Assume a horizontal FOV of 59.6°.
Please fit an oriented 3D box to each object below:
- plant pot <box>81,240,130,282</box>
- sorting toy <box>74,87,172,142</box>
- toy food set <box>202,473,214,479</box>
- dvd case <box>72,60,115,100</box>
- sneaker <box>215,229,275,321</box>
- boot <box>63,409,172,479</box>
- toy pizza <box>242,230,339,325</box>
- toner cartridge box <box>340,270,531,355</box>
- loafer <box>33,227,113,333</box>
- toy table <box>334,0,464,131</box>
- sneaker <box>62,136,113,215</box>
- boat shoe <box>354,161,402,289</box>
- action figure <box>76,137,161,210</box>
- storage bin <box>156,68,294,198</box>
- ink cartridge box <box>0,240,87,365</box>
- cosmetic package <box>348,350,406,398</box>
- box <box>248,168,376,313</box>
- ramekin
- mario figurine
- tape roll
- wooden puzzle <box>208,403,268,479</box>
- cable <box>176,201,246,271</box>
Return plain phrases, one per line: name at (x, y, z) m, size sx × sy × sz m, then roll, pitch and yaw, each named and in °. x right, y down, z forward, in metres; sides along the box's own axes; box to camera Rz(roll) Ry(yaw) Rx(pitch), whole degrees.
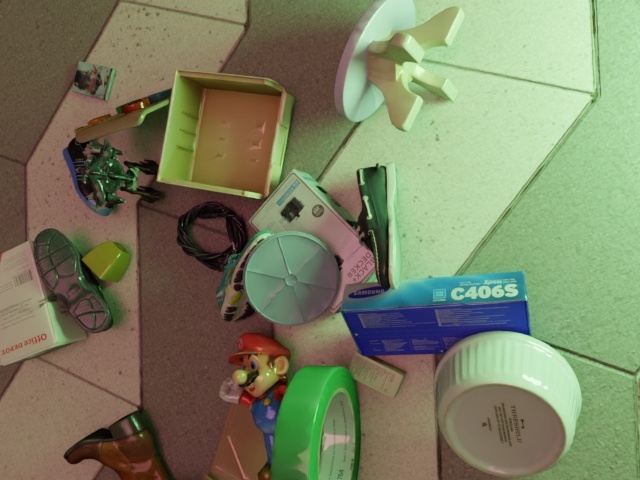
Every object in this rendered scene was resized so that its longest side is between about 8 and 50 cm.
plant pot at (-0.540, 0.048, 1.436) m, size 0.081 × 0.081 × 0.083 m, roll 41°, pitch 90°, yaw 16°
sorting toy at (-0.489, -0.306, 1.355) m, size 0.307 × 0.229 × 0.041 m, roll -9°, pitch 118°, yaw 26°
toy food set at (-0.270, 0.659, 1.321) m, size 0.132 × 0.038 × 0.192 m, roll 32°, pitch 114°, yaw 17°
dvd case at (-0.611, -0.430, 1.504) m, size 0.119 × 0.013 × 0.087 m, roll 18°, pitch 95°, yaw 18°
sneaker at (-0.177, 0.070, 1.256) m, size 0.275 × 0.107 × 0.110 m, roll -56°, pitch 50°, yaw 37°
boot at (-0.498, 0.605, 1.422) m, size 0.264 × 0.096 × 0.280 m, roll -28°, pitch 87°, yaw 9°
toy pizza at (-0.061, 0.080, 1.169) m, size 0.201 × 0.032 × 0.201 m, roll 0°, pitch 98°, yaw -4°
toner cartridge box at (0.230, 0.151, 1.112) m, size 0.348 × 0.165 × 0.075 m, roll -6°, pitch 44°, yaw 19°
loafer at (-0.633, 0.110, 1.442) m, size 0.109 × 0.095 × 0.302 m, roll -33°, pitch 83°, yaw -10°
toy table at (0.162, -0.353, 1.126) m, size 0.161 × 0.252 × 0.274 m, roll 29°, pitch 108°, yaw 35°
sneaker at (-0.591, -0.178, 1.456) m, size 0.090 × 0.081 × 0.232 m, roll -37°, pitch 76°, yaw 22°
boat shoe at (0.115, -0.031, 1.139) m, size 0.091 × 0.114 × 0.302 m, roll -5°, pitch 49°, yaw 12°
action figure at (-0.491, -0.148, 1.316) m, size 0.141 × 0.276 × 0.164 m, roll 4°, pitch 90°, yaw 19°
storage bin at (-0.218, -0.240, 1.303) m, size 0.260 × 0.123 × 0.262 m, roll 11°, pitch 92°, yaw 20°
ink cartridge box at (-0.772, 0.166, 1.493) m, size 0.207 × 0.117 × 0.283 m, roll -21°, pitch 81°, yaw 18°
cosmetic package at (0.122, 0.289, 1.214) m, size 0.115 × 0.041 × 0.060 m, roll 25°, pitch 97°, yaw 18°
box at (0.000, 0.000, 1.239) m, size 0.169 × 0.087 × 0.290 m, roll -46°, pitch 75°, yaw 14°
ramekin at (0.340, 0.314, 1.041) m, size 0.273 × 0.127 × 0.272 m, roll 8°, pitch 115°, yaw 17°
mario figurine at (-0.134, 0.357, 1.210) m, size 0.198 × 0.170 × 0.320 m, roll -20°, pitch 71°, yaw 6°
tape roll at (0.002, 0.412, 1.106) m, size 0.077 × 0.321 × 0.321 m, roll -2°, pitch 88°, yaw 19°
wooden puzzle at (-0.132, 0.487, 1.304) m, size 0.221 × 0.044 × 0.238 m, roll 19°, pitch 91°, yaw 19°
cable at (-0.270, -0.021, 1.357) m, size 0.184 × 0.047 × 0.150 m, roll 34°, pitch 100°, yaw 18°
